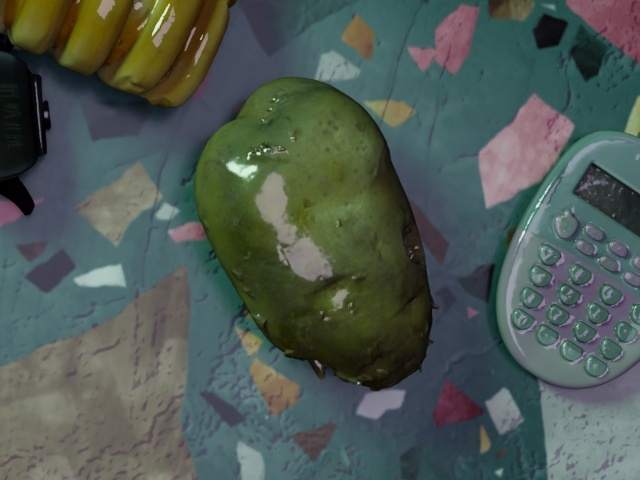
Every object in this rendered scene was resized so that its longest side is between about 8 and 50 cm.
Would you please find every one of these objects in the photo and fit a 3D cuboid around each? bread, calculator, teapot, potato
[{"bbox_3d":[-0.224,-0.241,1.418,0.311,0.121,0.173,22,63,-16],"label":"bread"},{"bbox_3d":[0.284,0.003,1.569,0.185,0.041,0.299,31,86,-9],"label":"calculator"},{"bbox_3d":[-0.285,-0.109,1.448,0.096,0.087,0.177,-7,90,-38],"label":"teapot"},{"bbox_3d":[0.000,0.000,1.468,0.191,0.141,0.296,-30,94,-26],"label":"potato"}]
